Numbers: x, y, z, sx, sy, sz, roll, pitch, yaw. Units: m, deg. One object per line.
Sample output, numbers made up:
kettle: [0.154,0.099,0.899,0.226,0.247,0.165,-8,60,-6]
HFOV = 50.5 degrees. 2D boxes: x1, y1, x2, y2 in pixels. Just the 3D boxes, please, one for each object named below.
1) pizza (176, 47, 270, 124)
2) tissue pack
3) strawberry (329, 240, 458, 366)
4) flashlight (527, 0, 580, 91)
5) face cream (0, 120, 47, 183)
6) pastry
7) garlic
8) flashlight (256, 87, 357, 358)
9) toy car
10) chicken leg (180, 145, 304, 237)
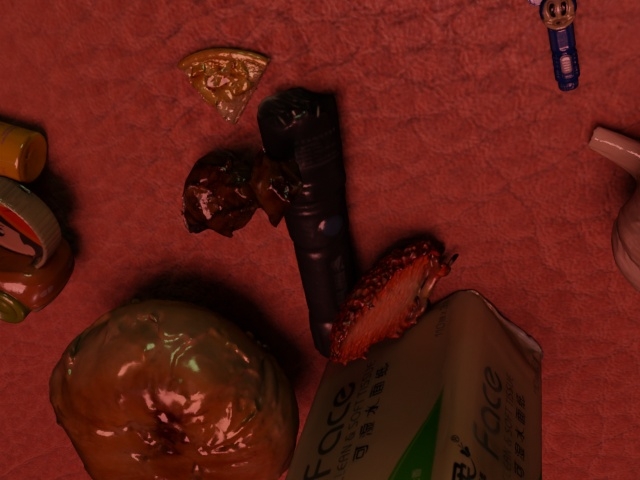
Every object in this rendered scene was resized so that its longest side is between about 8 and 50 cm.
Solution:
pizza: [-0.116,-0.191,0.862,0.123,0.026,0.108,1,129,14]
tissue pack: [0.122,0.304,0.934,0.205,0.404,0.332,45,125,-15]
strawberry: [0.077,0.071,0.919,0.087,0.208,0.167,41,128,30]
flashlight: [0.259,-0.216,0.728,0.057,0.035,0.121,-8,124,20]
face cream: [-0.539,-0.154,0.977,0.274,0.078,0.078,16,129,4]
pastry: [-0.224,0.261,1.098,0.410,0.245,0.409,6,126,8]
garlic: [0.394,-0.059,0.753,0.212,0.219,0.218,49,137,30]
flashlight: [0.000,0.000,0.930,0.103,0.103,0.423,1,127,16]
toy car: [-0.480,-0.012,1.014,0.235,0.145,0.235,11,134,12]
chicken leg: [-0.096,-0.056,0.839,0.304,0.093,0.113,6,103,62]
